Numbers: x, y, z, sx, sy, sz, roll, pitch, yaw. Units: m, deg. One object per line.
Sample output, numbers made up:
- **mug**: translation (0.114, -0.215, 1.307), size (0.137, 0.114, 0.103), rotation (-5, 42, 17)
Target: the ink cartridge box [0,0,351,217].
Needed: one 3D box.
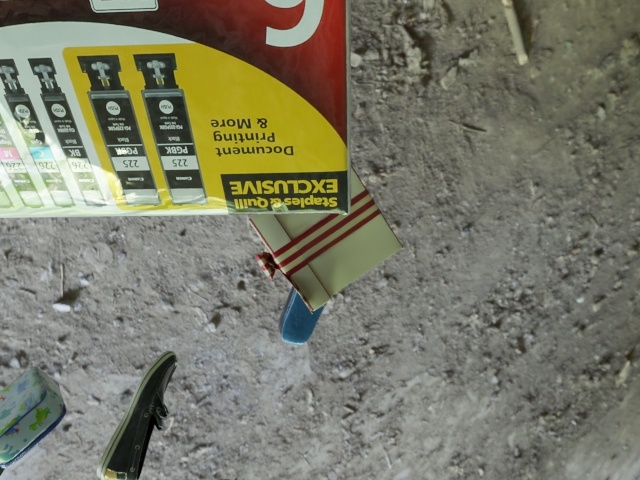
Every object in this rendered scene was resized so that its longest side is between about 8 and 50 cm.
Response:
- **ink cartridge box**: translation (-0.129, -0.106, 0.389), size (0.309, 0.130, 0.272), rotation (-1, 127, 4)

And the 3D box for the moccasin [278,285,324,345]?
- **moccasin**: translation (-0.028, 0.099, 1.256), size (0.137, 0.117, 0.342), rotation (29, 98, -20)

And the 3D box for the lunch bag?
- **lunch bag**: translation (-0.687, 0.399, 1.118), size (0.176, 0.219, 0.090), rotation (-44, 121, -23)

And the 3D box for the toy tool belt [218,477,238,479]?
- **toy tool belt**: translation (-0.162, 0.461, 0.886), size (0.051, 0.052, 0.083), rotation (4, 139, -13)

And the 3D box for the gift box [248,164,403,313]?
- **gift box**: translation (0.000, 0.000, 1.029), size (0.258, 0.255, 0.276), rotation (-33, 95, -1)

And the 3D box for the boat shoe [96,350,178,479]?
- **boat shoe**: translation (-0.647, 0.661, 1.844), size (0.187, 0.156, 0.500), rotation (103, 5, -55)

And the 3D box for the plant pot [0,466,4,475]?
- **plant pot**: translation (-1.128, 0.717, 1.449), size (0.290, 0.290, 0.195), rotation (-43, 107, -11)
